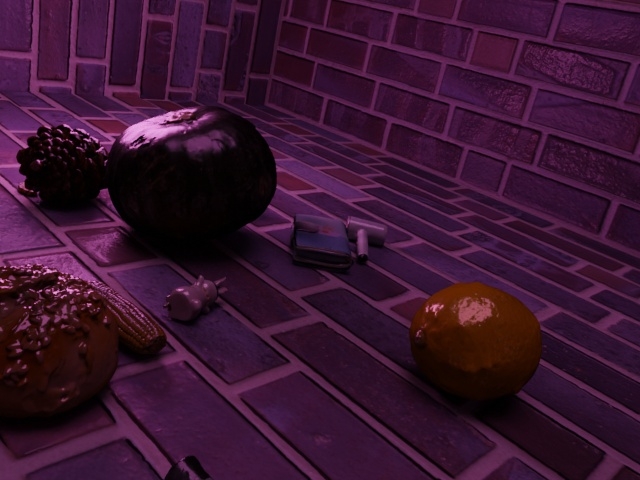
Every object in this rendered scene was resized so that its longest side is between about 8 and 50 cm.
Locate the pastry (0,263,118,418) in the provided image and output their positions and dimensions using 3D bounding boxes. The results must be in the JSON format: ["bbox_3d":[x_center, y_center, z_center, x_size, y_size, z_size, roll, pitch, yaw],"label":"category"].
[{"bbox_3d":[-0.474,0.133,0.957,0.315,0.184,0.284,22,21,23],"label":"pastry"}]

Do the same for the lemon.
[{"bbox_3d":[0.309,0.198,1.191,0.288,0.234,0.233,11,19,-27],"label":"lemon"}]

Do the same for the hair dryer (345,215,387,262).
[{"bbox_3d":[0.138,0.004,1.820,0.131,0.073,0.236,13,23,-2],"label":"hair dryer"}]

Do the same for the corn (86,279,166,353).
[{"bbox_3d":[-0.383,0.147,1.131,0.231,0.080,0.080,28,25,29],"label":"corn"}]

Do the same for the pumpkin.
[{"bbox_3d":[-0.337,-0.170,1.603,0.453,0.344,0.454,-4,23,2],"label":"pumpkin"}]

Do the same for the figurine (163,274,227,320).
[{"bbox_3d":[-0.270,0.109,1.284,0.098,0.081,0.146,17,21,12],"label":"figurine"}]

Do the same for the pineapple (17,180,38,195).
[{"bbox_3d":[-0.835,-0.147,1.704,0.045,0.019,0.083,-1,27,-40],"label":"pineapple"}]

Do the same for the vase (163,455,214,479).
[{"bbox_3d":[-0.127,0.349,0.781,0.167,0.059,0.059,25,24,29],"label":"vase"}]

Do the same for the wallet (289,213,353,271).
[{"bbox_3d":[0.000,0.000,1.729,0.176,0.075,0.250,9,23,-6],"label":"wallet"}]

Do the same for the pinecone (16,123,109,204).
[{"bbox_3d":[-0.697,-0.210,1.678,0.224,0.224,0.272,20,10,19],"label":"pinecone"}]
